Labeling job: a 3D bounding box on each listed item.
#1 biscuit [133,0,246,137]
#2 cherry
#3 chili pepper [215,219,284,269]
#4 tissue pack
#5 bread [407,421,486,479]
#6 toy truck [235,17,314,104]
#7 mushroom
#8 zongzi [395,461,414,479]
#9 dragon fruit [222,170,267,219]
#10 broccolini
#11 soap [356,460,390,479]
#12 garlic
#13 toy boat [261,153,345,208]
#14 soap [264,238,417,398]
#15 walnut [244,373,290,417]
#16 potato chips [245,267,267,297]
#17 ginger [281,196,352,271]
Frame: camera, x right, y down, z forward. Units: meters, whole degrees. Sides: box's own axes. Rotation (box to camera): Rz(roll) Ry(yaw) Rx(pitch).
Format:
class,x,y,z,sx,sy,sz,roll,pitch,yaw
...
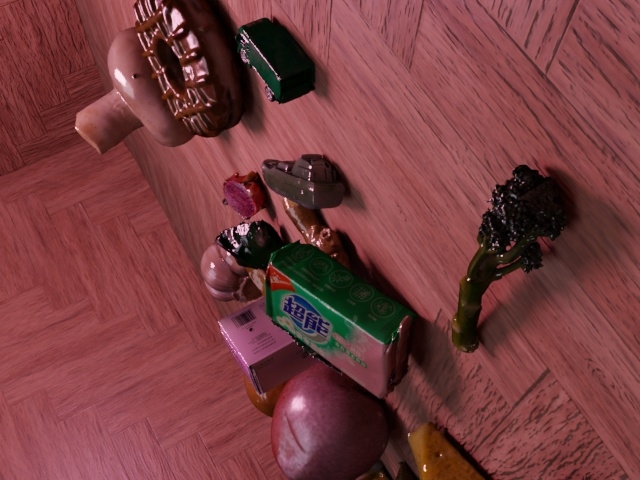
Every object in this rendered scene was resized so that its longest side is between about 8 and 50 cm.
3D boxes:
class,x,y,z,sx,sy,sz,roll,pitch,yaw
biscuit,-0.260,-0.358,1.513,0.332,0.103,0.332,45,152,32
cherry,0.010,0.397,1.626,0.221,0.307,0.261,16,-159,-43
chili pepper,-0.162,0.017,1.804,0.148,0.116,0.264,48,167,-2
tissue pack,-0.049,0.167,1.449,0.148,0.246,0.092,47,157,47
bread,0.278,0.465,1.237,0.362,0.245,0.233,-88,-13,-48
toy truck,-0.072,-0.272,1.156,0.147,0.065,0.079,55,160,29
mushroom,-0.431,-0.334,1.784,0.292,0.290,0.292,62,-177,-6
zongzi,0.234,0.648,1.616,0.286,0.288,0.134,39,130,-22
dragon fruit,-0.163,-0.107,1.738,0.112,0.068,0.126,43,147,11
broccolini,0.197,0.048,0.844,0.074,0.079,0.392,45,166,22
soap,0.079,0.649,1.851,0.135,0.233,0.076,54,168,33
garlic,-0.263,0.073,2.171,0.191,0.160,0.214,49,162,30
toy boat,-0.039,-0.112,1.299,0.260,0.078,0.085,-150,60,-61
soap,0.034,0.123,1.264,0.273,0.098,0.218,33,141,27
walnut,-0.083,0.278,1.814,0.203,0.203,0.298,163,104,-75
potato chips,-0.144,0.095,1.997,0.208,0.062,0.195,32,151,61
ginger,-0.003,-0.008,1.380,0.214,0.059,0.133,61,172,10
